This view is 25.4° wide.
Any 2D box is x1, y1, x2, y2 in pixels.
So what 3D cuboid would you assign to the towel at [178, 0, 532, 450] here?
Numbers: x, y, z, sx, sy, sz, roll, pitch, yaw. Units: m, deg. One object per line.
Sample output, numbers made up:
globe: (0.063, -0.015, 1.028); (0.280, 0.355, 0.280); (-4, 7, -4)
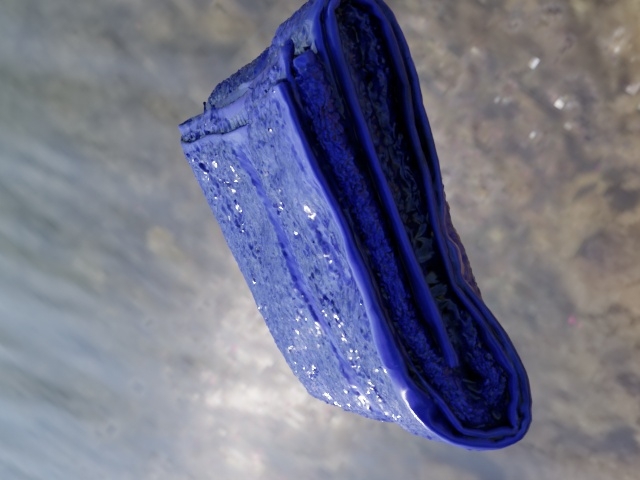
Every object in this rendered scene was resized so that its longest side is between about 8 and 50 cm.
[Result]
towel: (0.000, 0.000, 0.777); (0.308, 0.076, 0.227); (172, 79, -77)
